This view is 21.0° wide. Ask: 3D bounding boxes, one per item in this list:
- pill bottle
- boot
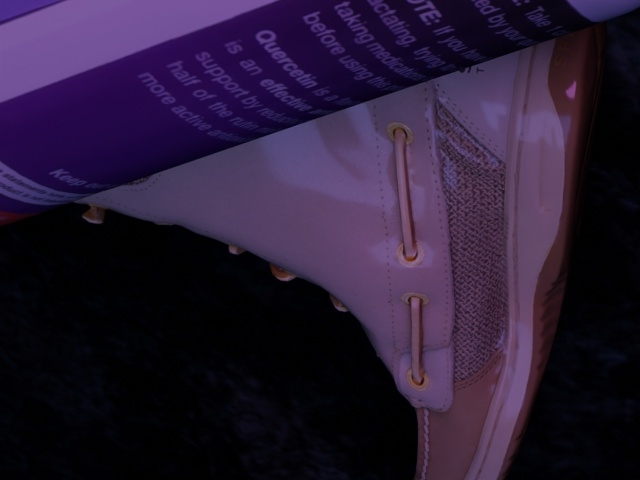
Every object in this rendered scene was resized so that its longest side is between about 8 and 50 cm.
[{"bbox_3d":[-0.016,-0.125,0.494,0.323,0.181,0.181,-17,128,22],"label":"pill bottle"},{"bbox_3d":[0.000,0.000,0.708,0.203,0.095,0.262,12,137,9],"label":"boot"}]
